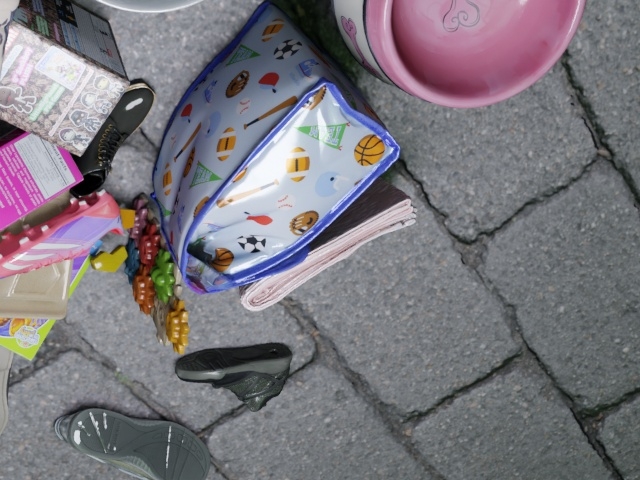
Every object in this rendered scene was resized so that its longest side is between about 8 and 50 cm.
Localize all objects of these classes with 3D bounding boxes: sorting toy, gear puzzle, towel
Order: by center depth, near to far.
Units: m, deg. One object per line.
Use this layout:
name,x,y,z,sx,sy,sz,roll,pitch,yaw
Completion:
sorting toy,-0.455,0.011,1.877,0.307,0.041,0.229,5,93,-35
gear puzzle,-0.277,0.077,1.909,0.044,0.339,0.175,-2,123,-25
towel,0.000,0.000,1.975,0.317,0.332,0.053,-29,101,0

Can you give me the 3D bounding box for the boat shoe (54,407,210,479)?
boat shoe,-0.357,0.398,2.250,0.320,0.103,0.118,22,73,-34

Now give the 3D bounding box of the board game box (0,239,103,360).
board game box,-0.559,0.013,1.876,0.347,0.078,0.233,35,81,-34

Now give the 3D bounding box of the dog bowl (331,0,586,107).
dog bowl,0.228,-0.385,1.783,0.408,0.150,0.408,-9,125,-14

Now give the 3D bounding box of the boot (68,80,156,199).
boot,-0.332,-0.155,1.863,0.198,0.137,0.077,-44,125,10

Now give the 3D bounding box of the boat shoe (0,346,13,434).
boat shoe,-0.615,0.259,2.079,0.112,0.095,0.335,1,127,-32

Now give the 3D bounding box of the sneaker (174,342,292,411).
sneaker,-0.169,0.273,2.234,0.227,0.087,0.130,-3,117,-24

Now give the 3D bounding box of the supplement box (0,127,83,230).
supplement box,-0.488,-0.083,1.750,0.220,0.111,0.114,-35,110,-29

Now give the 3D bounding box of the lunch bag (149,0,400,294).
lunch bag,-0.103,-0.128,1.848,0.385,0.328,0.239,-44,124,10

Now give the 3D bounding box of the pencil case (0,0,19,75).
pencil case,-0.512,-0.178,1.485,0.183,0.160,0.410,2,124,-35

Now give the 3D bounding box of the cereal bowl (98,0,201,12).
cereal bowl,-0.246,-0.507,1.659,0.339,0.141,0.339,-10,125,-14

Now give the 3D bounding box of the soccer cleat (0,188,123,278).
soccer cleat,-0.419,0.007,1.830,0.248,0.083,0.095,-36,119,-28

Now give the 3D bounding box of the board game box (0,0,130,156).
board game box,-0.448,-0.286,1.678,0.291,0.232,0.141,27,110,-31
